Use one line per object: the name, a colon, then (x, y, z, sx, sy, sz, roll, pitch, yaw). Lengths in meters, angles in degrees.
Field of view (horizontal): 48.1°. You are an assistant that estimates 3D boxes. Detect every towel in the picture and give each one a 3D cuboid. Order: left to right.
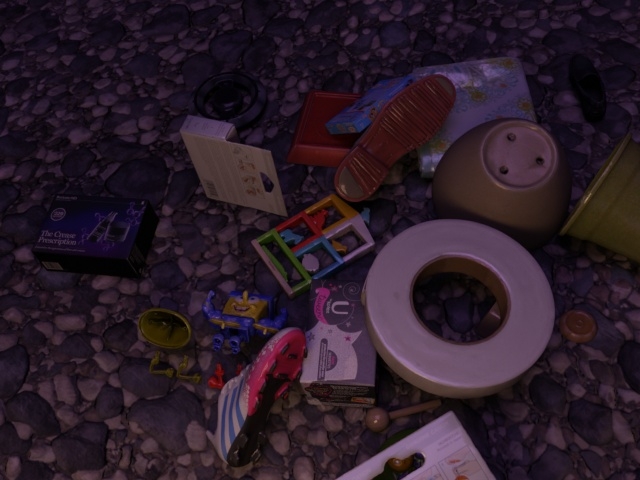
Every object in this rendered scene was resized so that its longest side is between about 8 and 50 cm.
towel: (0.402, -0.328, 1.896, 0.321, 0.090, 0.374, -5, 57, 5)

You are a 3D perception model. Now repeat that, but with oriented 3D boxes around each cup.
cup: (0.431, -0.149, 1.641, 0.331, 0.237, 0.331, -1, 74, 3)

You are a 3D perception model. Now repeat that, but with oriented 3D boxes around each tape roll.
tape roll: (0.282, 0.133, 1.489, 0.392, 0.072, 0.392, 0, 59, 0)

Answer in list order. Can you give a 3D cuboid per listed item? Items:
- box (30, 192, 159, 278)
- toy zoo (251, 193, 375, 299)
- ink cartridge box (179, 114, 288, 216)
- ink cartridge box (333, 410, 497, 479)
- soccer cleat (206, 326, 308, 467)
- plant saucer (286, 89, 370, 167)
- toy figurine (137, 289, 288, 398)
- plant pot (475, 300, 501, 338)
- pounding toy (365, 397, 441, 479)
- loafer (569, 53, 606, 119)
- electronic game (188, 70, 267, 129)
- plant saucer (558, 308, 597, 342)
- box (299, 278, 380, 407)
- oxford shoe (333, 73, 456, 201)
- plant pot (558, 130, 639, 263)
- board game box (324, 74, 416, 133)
box: (-0.569, -0.014, 1.828, 0.261, 0.103, 0.184, 4, 56, 10)
toy zoo: (0.000, 0.000, 1.778, 0.293, 0.030, 0.192, -31, 59, -12)
ink cartridge box: (-0.200, -0.180, 1.776, 0.239, 0.275, 0.060, 13, 60, 15)
ink cartridge box: (0.210, 0.555, 1.301, 0.308, 0.091, 0.385, -28, 74, -9)
soccer cleat: (-0.146, 0.306, 1.480, 0.143, 0.116, 0.331, 33, 103, 39)
plant saucer: (0.054, -0.315, 1.962, 0.259, 0.047, 0.259, 7, 60, 12)
toy figurine: (-0.203, 0.200, 1.647, 0.363, 0.191, 0.217, 5, 29, 15)
plant pot: (0.415, 0.170, 1.571, 0.109, 0.096, 0.109, 32, 67, 25)
pounding toy: (0.188, 0.425, 1.433, 0.183, 0.110, 0.236, -12, 57, 0)
loafer: (0.719, -0.423, 1.917, 0.076, 0.078, 0.223, -5, 57, 4)
electronic game: (-0.267, -0.401, 2.060, 0.229, 0.048, 0.229, -3, 57, 5)
plant saucer: (0.572, 0.186, 1.587, 0.084, 0.015, 0.083, -3, 57, 5)
box: (0.050, 0.221, 1.563, 0.163, 0.142, 0.247, 1, 58, 9)
oxford shoe: (0.172, -0.264, 1.803, 0.397, 0.146, 0.140, -43, 99, -2)
plant pot: (0.719, -0.061, 1.599, 0.254, 0.276, 0.276, 34, 67, 14)
board game box: (0.130, -0.353, 1.872, 0.211, 0.039, 0.160, -41, 21, -16)
